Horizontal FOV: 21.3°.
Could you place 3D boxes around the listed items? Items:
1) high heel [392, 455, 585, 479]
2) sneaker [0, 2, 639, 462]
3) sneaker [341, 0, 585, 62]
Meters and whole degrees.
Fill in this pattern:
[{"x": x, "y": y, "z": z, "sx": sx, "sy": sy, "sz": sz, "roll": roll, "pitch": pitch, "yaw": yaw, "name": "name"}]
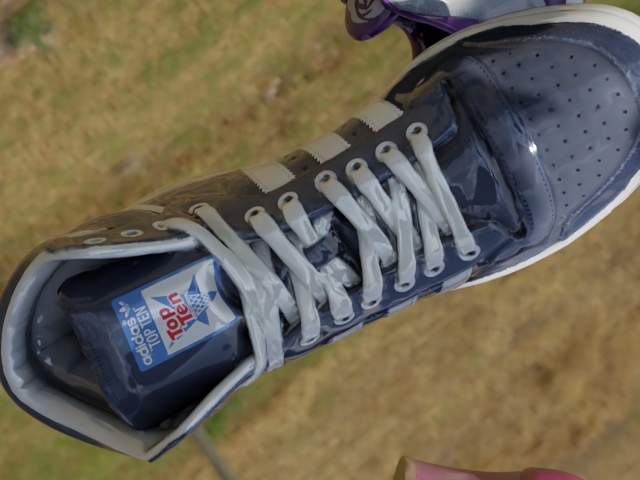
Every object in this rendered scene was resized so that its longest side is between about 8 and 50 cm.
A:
[{"x": 0.129, "y": 0.257, "z": 0.975, "sx": 0.377, "sy": 0.181, "sz": 0.127, "roll": -84, "pitch": -172, "yaw": -55, "name": "high heel"}, {"x": 0.000, "y": 0.000, "z": 0.656, "sx": 0.282, "sy": 0.099, "sz": 0.153, "roll": -23, "pitch": -173, "yaw": 26, "name": "sneaker"}, {"x": 0.033, "y": -0.143, "z": 0.704, "sx": 0.098, "sy": 0.083, "sz": 0.223, "roll": -51, "pitch": 125, "yaw": -19, "name": "sneaker"}]
